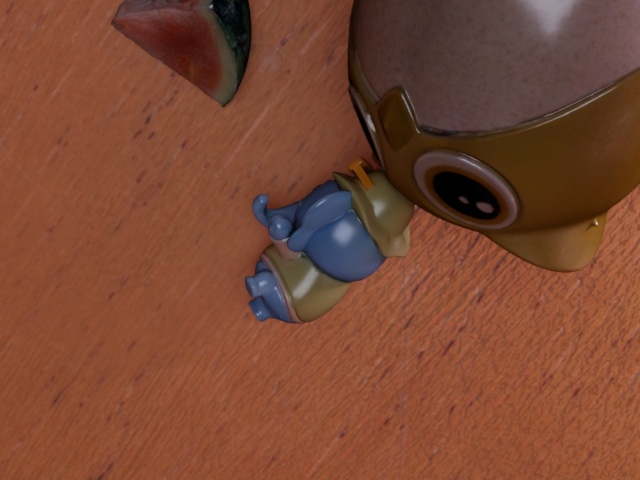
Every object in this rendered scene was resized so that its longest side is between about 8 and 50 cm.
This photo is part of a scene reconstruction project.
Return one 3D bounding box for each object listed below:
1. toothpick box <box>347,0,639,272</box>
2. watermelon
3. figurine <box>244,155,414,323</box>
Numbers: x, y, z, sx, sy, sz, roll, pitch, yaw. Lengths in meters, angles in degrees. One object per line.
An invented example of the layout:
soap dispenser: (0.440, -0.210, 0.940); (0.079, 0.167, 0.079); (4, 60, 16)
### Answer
toothpick box: (0.228, -0.214, 1.437); (0.409, 0.409, 0.425); (9, 122, -2)
watermelon: (-0.156, -0.282, 1.617); (0.202, 0.136, 0.207); (23, 134, 33)
figurine: (0.002, 0.003, 1.606); (0.262, 0.154, 0.180); (-32, 123, 5)
